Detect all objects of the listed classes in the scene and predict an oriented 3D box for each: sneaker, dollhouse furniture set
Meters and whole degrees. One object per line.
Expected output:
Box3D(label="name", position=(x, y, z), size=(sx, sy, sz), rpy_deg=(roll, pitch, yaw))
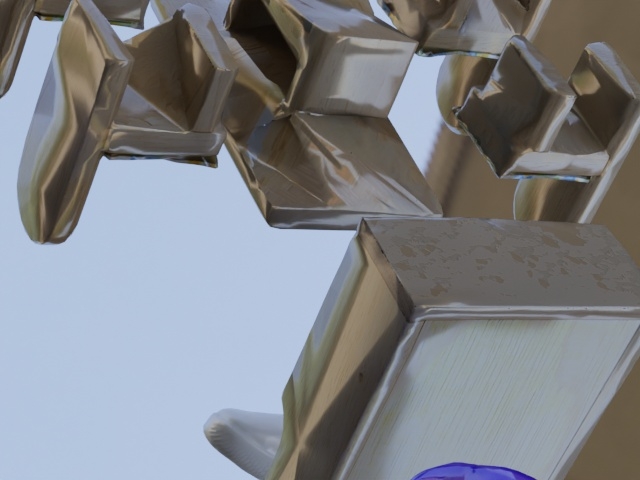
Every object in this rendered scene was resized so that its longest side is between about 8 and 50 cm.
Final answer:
Box3D(label="sneaker", position=(0.025, 0.139, 1.267), size=(0.094, 0.212, 0.080), rpy_deg=(-66, -160, 3))
Box3D(label="dollhouse furniture set", position=(0.000, 0.000, 1.122), size=(0.394, 0.362, 0.256), rpy_deg=(61, -42, 42))

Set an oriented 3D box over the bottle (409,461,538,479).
Box3D(label="bottle", position=(0.122, 0.215, 0.821), size=(0.092, 0.118, 0.283), rpy_deg=(-1, -38, 48))
